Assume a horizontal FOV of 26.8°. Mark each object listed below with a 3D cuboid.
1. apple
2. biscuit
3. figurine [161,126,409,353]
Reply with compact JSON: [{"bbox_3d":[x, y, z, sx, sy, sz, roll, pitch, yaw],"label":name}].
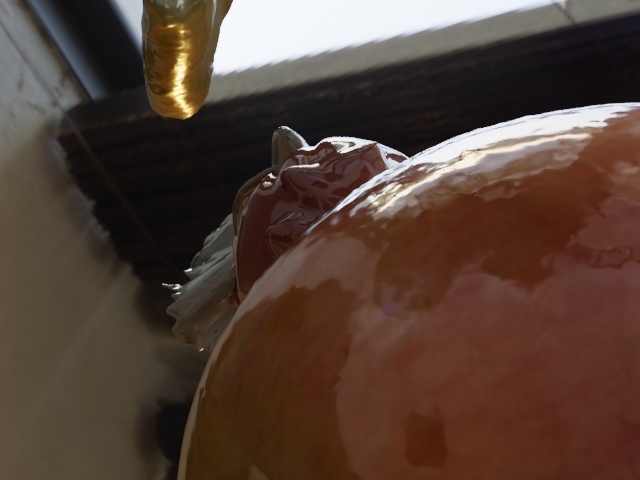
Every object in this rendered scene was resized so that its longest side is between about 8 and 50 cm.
[{"bbox_3d":[0.107,0.122,0.599,0.363,0.364,0.364,-11,-130,14],"label":"apple"},{"bbox_3d":[-0.131,-0.334,1.350,0.104,0.446,0.429,0,-112,-5],"label":"biscuit"},{"bbox_3d":[0.000,0.000,0.908,0.207,0.387,0.166,-15,-94,-17],"label":"figurine"}]
